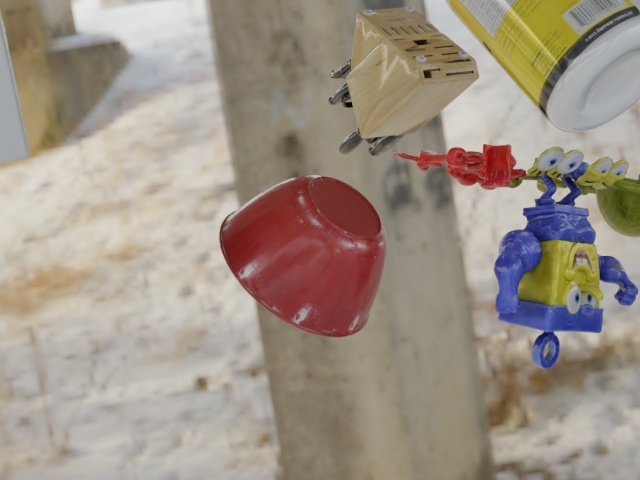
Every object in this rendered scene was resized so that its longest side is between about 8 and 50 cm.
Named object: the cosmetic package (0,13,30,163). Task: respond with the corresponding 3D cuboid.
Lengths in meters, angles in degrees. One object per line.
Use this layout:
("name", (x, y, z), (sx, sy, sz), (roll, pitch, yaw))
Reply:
("cosmetic package", (-0.387, -0.201, 1.614), (0.138, 0.224, 0.224), (-14, 26, -15))

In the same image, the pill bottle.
("pill bottle", (0.148, -0.169, 1.123), (0.103, 0.184, 0.103), (-28, -27, -16))

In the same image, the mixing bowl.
("mixing bowl", (0.000, 0.000, 1.663), (0.098, 0.181, 0.181), (-51, -16, 31))

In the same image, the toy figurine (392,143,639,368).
("toy figurine", (0.236, 0.026, 1.724), (0.191, 0.217, 0.363), (0, -4, 37))

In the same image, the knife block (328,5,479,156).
("knife block", (0.103, -0.184, 2.249), (0.088, 0.242, 0.275), (-9, 32, -23))
